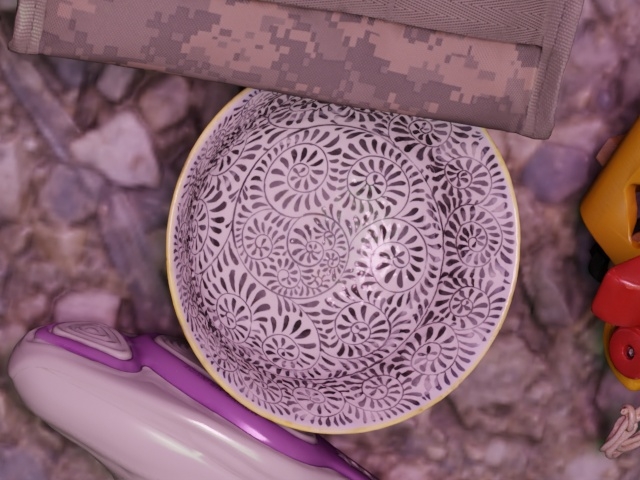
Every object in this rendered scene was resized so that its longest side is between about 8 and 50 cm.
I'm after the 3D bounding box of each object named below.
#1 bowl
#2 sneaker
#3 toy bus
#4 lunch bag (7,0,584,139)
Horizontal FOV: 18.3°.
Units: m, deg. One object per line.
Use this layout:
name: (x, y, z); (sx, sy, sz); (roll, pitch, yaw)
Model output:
bowl: (0.000, 0.000, 0.924); (0.170, 0.080, 0.170); (-1, 94, -19)
sneaker: (-0.033, 0.155, 0.949); (0.305, 0.114, 0.152); (36, 95, -16)
toy bus: (0.178, -0.014, 0.945); (0.202, 0.191, 0.104); (-35, 64, 0)
lunch bag: (0.012, -0.209, 0.810); (0.235, 0.169, 0.287); (10, 115, -9)
